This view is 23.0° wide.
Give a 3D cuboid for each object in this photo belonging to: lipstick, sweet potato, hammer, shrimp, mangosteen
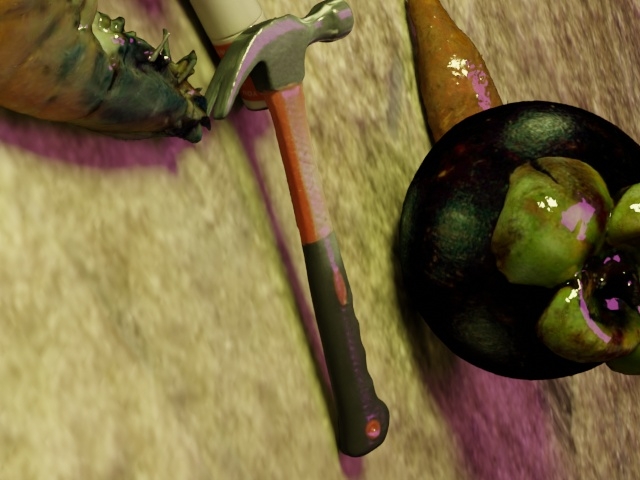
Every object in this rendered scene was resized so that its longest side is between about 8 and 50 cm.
[{"bbox_3d":[-0.057,-0.143,0.973,0.130,0.038,0.038,62,28,-29],"label":"lipstick"},{"bbox_3d":[0.136,-0.063,1.304,0.066,0.072,0.314,-81,153,-83],"label":"sweet potato"},{"bbox_3d":[0.000,0.000,0.988,0.111,0.033,0.287,-24,109,-31],"label":"hammer"},{"bbox_3d":[-0.077,-0.138,0.804,0.051,0.198,0.262,37,6,24],"label":"shrimp"},{"bbox_3d":[0.172,0.004,1.162,0.243,0.243,0.242,40,43,-52],"label":"mangosteen"}]
